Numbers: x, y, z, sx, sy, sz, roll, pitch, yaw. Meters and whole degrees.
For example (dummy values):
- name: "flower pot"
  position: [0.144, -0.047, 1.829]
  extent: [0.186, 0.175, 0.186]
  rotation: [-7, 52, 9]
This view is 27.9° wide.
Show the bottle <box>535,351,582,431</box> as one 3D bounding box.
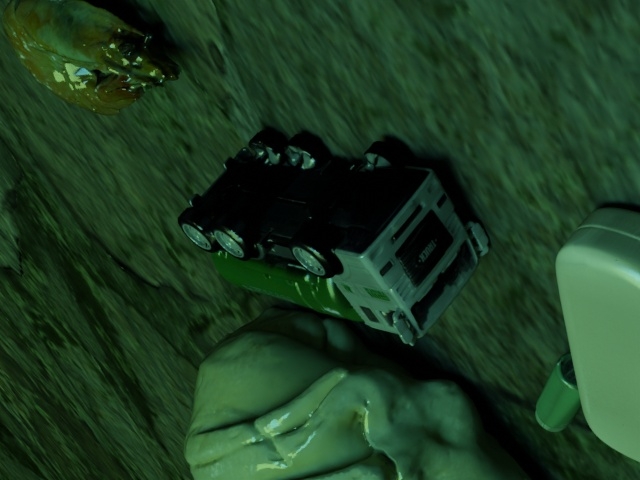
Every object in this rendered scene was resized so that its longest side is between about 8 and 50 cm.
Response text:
- name: "bottle"
  position: [0.173, 0.109, 0.915]
  extent: [0.030, 0.030, 0.083]
  rotation: [36, 153, 16]

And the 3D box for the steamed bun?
- name: "steamed bun"
  position: [0.006, 0.204, 1.092]
  extent: [0.289, 0.203, 0.276]
  rotation: [47, 154, -4]

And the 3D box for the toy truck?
- name: "toy truck"
  position: [0.000, 0.000, 0.928]
  extent: [0.243, 0.101, 0.125]
  rotation: [11, 143, 51]

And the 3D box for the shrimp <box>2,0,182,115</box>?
- name: "shrimp"
  position: [-0.178, -0.144, 1.024]
  extent: [0.217, 0.051, 0.115]
  rotation: [15, 148, 43]

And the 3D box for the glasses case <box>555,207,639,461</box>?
- name: "glasses case"
  position: [0.197, 0.065, 0.797]
  extent: [0.083, 0.050, 0.196]
  rotation: [25, 148, 38]
